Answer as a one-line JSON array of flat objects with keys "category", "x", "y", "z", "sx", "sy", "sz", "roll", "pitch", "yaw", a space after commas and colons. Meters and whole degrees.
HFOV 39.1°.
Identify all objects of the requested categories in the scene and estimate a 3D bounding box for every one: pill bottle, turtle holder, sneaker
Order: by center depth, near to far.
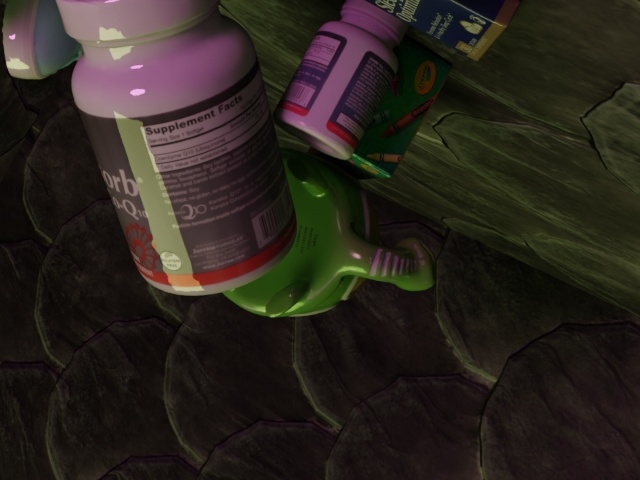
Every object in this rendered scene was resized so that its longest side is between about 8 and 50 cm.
[{"category": "pill bottle", "x": -0.161, "y": -0.134, "z": 1.036, "sx": 0.210, "sy": 0.210, "sz": 0.363, "roll": 26, "pitch": 140, "yaw": 44}, {"category": "pill bottle", "x": 0.030, "y": -0.198, "z": 1.071, "sx": 0.108, "sy": 0.180, "sz": 0.108, "roll": 29, "pitch": 178, "yaw": 1}, {"category": "sneaker", "x": -0.252, "y": -0.309, "z": 1.106, "sx": 0.150, "sy": 0.366, "sz": 0.135, "roll": 10, "pitch": 133, "yaw": 11}, {"category": "turtle holder", "x": -0.009, "y": -0.017, "z": 1.287, "sx": 0.320, "sy": 0.243, "sz": 0.227, "roll": -17, "pitch": 169, "yaw": 29}]

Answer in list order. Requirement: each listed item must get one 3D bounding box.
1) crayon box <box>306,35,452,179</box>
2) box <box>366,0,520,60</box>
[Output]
[{"category": "crayon box", "x": 0.072, "y": -0.175, "z": 1.261, "sx": 0.081, "sy": 0.165, "sz": 0.278, "roll": 29, "pitch": 177, "yaw": -11}, {"category": "box", "x": 0.081, "y": -0.262, "z": 0.906, "sx": 0.225, "sy": 0.036, "sz": 0.136, "roll": 30, "pitch": 178, "yaw": 0}]
